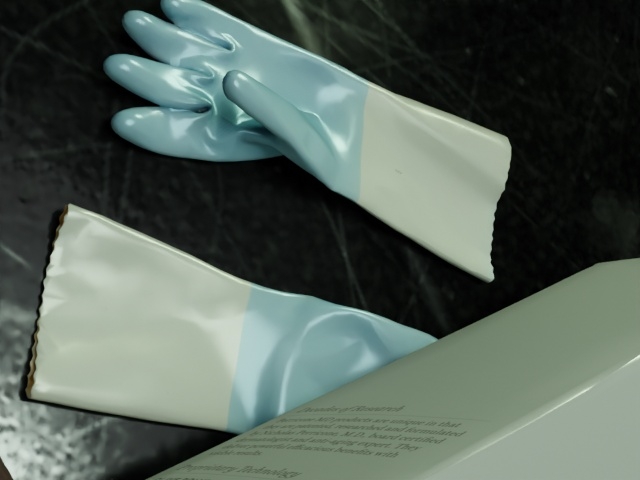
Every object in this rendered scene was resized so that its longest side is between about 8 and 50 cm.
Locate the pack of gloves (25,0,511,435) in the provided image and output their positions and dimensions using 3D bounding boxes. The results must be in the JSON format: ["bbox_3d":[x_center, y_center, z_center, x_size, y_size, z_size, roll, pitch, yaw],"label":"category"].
[{"bbox_3d":[0.000,0.000,0.641,0.232,0.046,0.195,20,67,-31],"label":"pack of gloves"}]

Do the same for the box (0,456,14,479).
[{"bbox_3d":[-0.246,0.018,0.402,0.191,0.143,0.381,-35,101,-37],"label":"box"}]

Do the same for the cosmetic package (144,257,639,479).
[{"bbox_3d":[0.079,0.145,0.580,0.366,0.155,0.197,-20,98,-39],"label":"cosmetic package"}]
